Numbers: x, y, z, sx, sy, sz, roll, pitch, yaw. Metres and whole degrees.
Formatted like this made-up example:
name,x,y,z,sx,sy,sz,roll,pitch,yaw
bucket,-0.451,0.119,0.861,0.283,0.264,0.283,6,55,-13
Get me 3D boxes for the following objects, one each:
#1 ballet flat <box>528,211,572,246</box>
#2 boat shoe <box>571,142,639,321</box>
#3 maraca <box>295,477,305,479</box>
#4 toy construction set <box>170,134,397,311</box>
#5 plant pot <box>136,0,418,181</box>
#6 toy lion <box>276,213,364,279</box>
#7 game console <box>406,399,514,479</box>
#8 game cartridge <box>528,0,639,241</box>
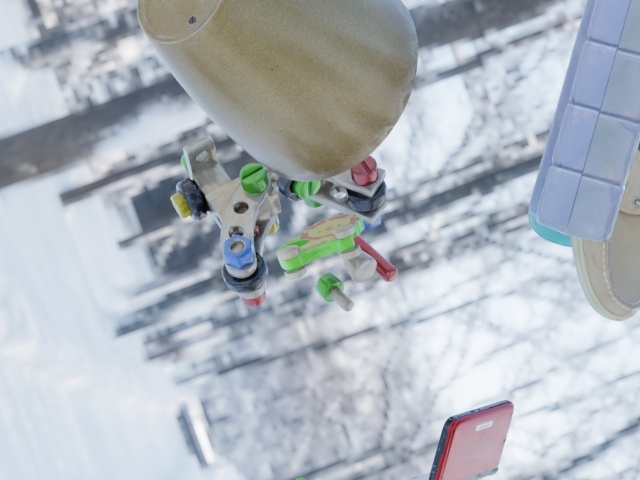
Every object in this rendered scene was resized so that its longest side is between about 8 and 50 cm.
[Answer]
name,x,y,z,sx,sy,sz,roll,pitch,yaw
ballet flat,0.380,-0.038,2.378,0.083,0.087,0.247,62,-23,-13
boat shoe,0.391,-0.072,2.148,0.110,0.121,0.341,-8,-109,53
maraca,-0.067,0.376,2.232,0.099,0.185,0.127,109,-41,-82
toy construction set,-0.051,-0.053,2.338,0.237,0.257,0.309,44,4,37
plant pot,-0.066,-0.210,1.826,0.254,0.237,0.237,25,35,-50
toy lion,0.000,0.000,1.890,0.096,0.100,0.034,-120,-170,-72
game console,0.125,0.221,1.852,0.144,0.085,0.124,-7,115,-57
game cartridge,0.199,-0.131,1.148,0.355,0.068,0.230,-37,147,-75
